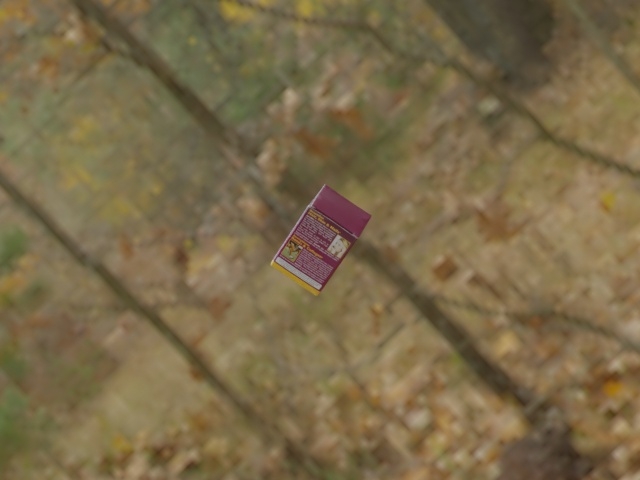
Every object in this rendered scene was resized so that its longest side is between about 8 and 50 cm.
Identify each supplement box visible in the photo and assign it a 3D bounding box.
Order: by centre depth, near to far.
[{"bbox_3d":[0.000,0.000,1.792,0.083,0.055,0.043,-55,1,37],"label":"supplement box"}]
